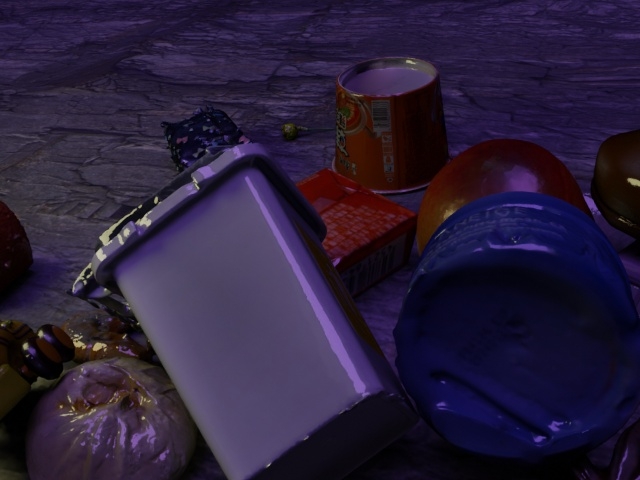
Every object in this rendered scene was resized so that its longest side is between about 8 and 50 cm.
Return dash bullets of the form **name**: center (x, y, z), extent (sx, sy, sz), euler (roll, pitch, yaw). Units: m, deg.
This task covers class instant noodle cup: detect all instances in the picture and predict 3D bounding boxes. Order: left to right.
- **instant noodle cup**: center (0.136, -0.234, 1.281), extent (0.251, 0.192, 0.250), euler (-5, 36, 4)

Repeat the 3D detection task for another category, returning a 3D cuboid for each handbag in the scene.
- **handbag**: center (-0.230, -0.190, 1.358), extent (0.162, 0.113, 0.260), euler (-26, 40, -14)

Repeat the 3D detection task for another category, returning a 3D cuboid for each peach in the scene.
- **peach**: center (0.261, -0.029, 0.941), extent (0.249, 0.245, 0.274), euler (-1, 33, -8)

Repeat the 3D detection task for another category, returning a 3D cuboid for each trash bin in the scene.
- **trash bin**: center (-0.085, 0.109, 0.758), extent (0.296, 0.256, 0.367), euler (-36, 57, 2)

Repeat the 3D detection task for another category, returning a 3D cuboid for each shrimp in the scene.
- **shrimp**: center (-0.297, 0.137, 0.960), extent (0.188, 0.051, 0.132), euler (14, 39, 21)

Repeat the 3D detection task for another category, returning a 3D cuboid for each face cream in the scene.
- **face cream**: center (0.216, 0.086, 0.718), extent (0.249, 0.248, 0.225), euler (3, 17, 14)

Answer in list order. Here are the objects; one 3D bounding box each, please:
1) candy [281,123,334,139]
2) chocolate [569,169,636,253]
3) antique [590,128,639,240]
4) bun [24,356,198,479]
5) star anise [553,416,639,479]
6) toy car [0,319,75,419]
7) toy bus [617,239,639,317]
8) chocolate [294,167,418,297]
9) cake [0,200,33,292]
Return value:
- **candy**: center (-0.029, -0.251, 1.482), extent (0.123, 0.035, 0.035), euler (-6, 45, -13)
- **chocolate**: center (0.446, -0.053, 1.062), extent (0.303, 0.100, 0.185), euler (15, 37, 27)
- **antique**: center (0.480, -0.069, 0.799), extent (0.278, 0.129, 0.223), euler (16, 35, 29)
- **bun**: center (-0.253, 0.214, 0.779), extent (0.223, 0.127, 0.222), euler (-6, 31, 4)
- **star anise**: center (0.284, 0.274, 0.636), extent (0.288, 0.088, 0.288), euler (-16, 33, 11)
- **toy car**: center (-0.424, 0.163, 0.793), extent (0.200, 0.142, 0.248), euler (-44, 11, -7)
- **toy bus**: center (0.446, 0.072, 0.840), extent (0.203, 0.142, 0.142), euler (-28, 40, -27)
- **chocolate**: center (0.000, 0.000, 1.055), extent (0.237, 0.108, 0.235), euler (-32, 43, -28)
- **cake**: center (-0.645, 0.004, 1.103), extent (0.283, 0.176, 0.151), euler (8, 38, 19)
